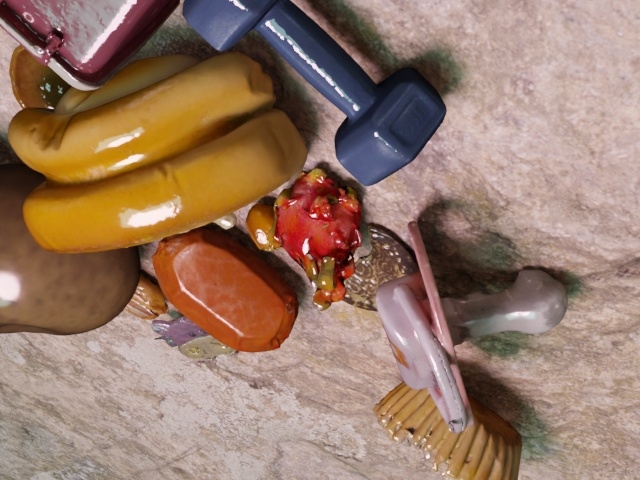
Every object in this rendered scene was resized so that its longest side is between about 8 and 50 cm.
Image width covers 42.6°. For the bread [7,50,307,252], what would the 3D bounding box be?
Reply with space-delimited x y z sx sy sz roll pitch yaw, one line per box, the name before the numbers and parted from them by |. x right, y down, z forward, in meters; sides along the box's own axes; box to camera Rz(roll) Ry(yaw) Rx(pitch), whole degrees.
bread | -0.228 -0.122 1.154 0.424 0.329 0.245 -10 92 30

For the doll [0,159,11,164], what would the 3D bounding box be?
doll | -0.640 -0.171 1.408 0.138 0.119 0.293 -27 112 26

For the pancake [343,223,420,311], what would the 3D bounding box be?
pancake | 0.071 0.048 1.310 0.191 0.020 0.184 -6 130 32

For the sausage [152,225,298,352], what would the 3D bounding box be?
sausage | -0.158 0.080 1.363 0.268 0.153 0.141 38 168 -13

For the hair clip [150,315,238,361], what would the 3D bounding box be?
hair clip | -0.239 0.186 1.597 0.187 0.056 0.146 -5 136 29

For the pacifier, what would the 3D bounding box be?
pacifier | 0.195 0.115 1.173 0.220 0.273 0.332 29 150 43

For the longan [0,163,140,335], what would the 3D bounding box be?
longan | -0.475 0.025 1.365 0.350 0.288 0.288 20 144 -24

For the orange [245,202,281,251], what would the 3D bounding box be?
orange | -0.081 -0.024 1.278 0.062 0.086 0.086 -35 117 3

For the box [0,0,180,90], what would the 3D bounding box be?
box | -0.227 -0.325 0.892 0.193 0.294 0.167 41 127 -17

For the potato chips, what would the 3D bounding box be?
potato chips | -0.387 -0.222 1.255 0.150 0.049 0.201 -14 126 28

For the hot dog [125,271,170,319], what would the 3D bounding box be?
hot dog | -0.381 0.073 1.549 0.236 0.062 0.092 38 137 -8

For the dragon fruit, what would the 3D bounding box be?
dragon fruit | 0.000 0.000 1.210 0.150 0.207 0.133 0 171 -30

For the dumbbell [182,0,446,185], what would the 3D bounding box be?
dumbbell | -0.003 -0.217 0.978 0.325 0.160 0.144 42 109 -16

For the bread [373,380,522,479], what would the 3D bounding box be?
bread | 0.228 0.333 1.387 0.274 0.274 0.149 39 94 -3
